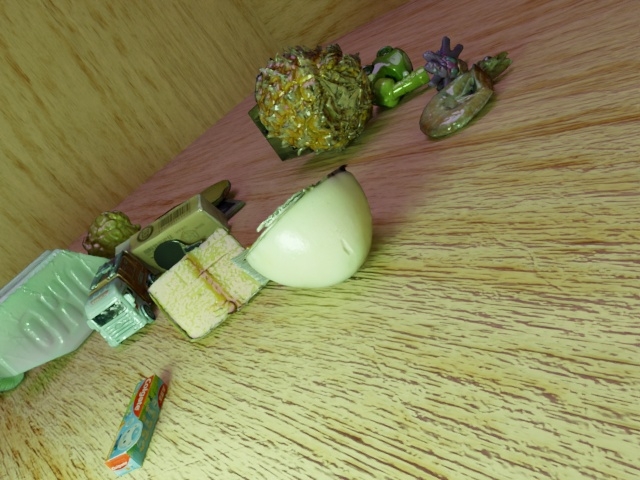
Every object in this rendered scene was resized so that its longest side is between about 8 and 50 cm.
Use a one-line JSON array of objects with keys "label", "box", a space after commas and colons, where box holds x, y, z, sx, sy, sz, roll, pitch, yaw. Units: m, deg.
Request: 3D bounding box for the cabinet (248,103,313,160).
[{"label": "cabinet", "box": [-0.106, -0.410, 1.858, 0.175, 0.215, 0.148, -4, 40, 49]}]

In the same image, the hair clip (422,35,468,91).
[{"label": "hair clip", "box": [0.362, -0.519, 1.561, 0.278, 0.137, 0.090, -69, 4, -53]}]

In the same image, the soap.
[{"label": "soap", "box": [-0.799, 0.197, 1.592, 0.156, 0.261, 0.446, -15, 30, 40]}]

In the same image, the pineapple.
[{"label": "pineapple", "box": [-0.010, -0.429, 1.602, 0.352, 0.352, 0.300, -46, 30, -22]}]

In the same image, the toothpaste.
[{"label": "toothpaste", "box": [-0.324, 0.328, 0.979, 0.070, 0.044, 0.193, -28, 25, 13]}]

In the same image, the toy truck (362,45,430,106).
[{"label": "toy truck", "box": [0.227, -0.501, 1.688, 0.187, 0.148, 0.210, -36, 44, 5]}]

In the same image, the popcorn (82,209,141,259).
[{"label": "popcorn", "box": [-0.793, 0.013, 2.025, 0.251, 0.206, 0.236, -40, 35, 20]}]

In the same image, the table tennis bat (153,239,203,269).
[{"label": "table tennis bat", "box": [-0.424, 0.036, 1.605, 0.158, 0.095, 0.014, -21, 22, 5]}]

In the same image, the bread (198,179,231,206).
[{"label": "bread", "box": [-0.415, -0.142, 1.945, 0.229, 0.033, 0.228, -30, 26, 17]}]

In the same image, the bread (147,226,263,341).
[{"label": "bread", "box": [-0.239, 0.095, 1.184, 0.240, 0.135, 0.178, -42, 25, -20]}]

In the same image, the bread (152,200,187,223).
[{"label": "bread", "box": [-0.480, -0.059, 1.795, 0.191, 0.114, 0.132, -22, 25, 18]}]

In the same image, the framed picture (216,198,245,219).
[{"label": "framed picture", "box": [-0.386, -0.074, 1.847, 0.209, 0.019, 0.281, -45, 25, -20]}]

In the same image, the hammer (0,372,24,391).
[{"label": "hammer", "box": [-0.963, 0.355, 1.730, 0.207, 0.118, 0.335, -17, 23, 34]}]

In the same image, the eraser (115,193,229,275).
[{"label": "eraser", "box": [-0.459, -0.004, 1.647, 0.344, 0.144, 0.078, -29, 48, 15]}]

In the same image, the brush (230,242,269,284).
[{"label": "brush", "box": [-0.074, -0.001, 1.227, 0.103, 0.013, 0.272, 33, 53, 23]}]

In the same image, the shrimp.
[{"label": "shrimp", "box": [0.372, -0.362, 1.311, 0.317, 0.077, 0.168, -44, 34, -9]}]

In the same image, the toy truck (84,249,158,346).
[{"label": "toy truck", "box": [-0.548, 0.148, 1.470, 0.136, 0.162, 0.305, -35, 24, 1]}]

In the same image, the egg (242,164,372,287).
[{"label": "egg", "box": [-0.003, 0.003, 1.019, 0.264, 0.174, 0.286, -40, 0, -12]}]
